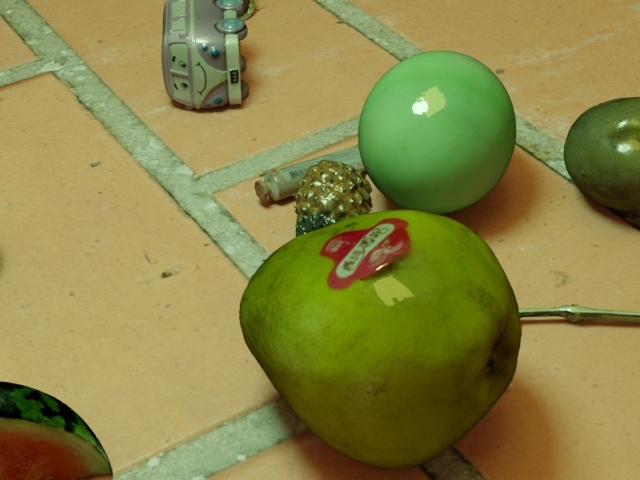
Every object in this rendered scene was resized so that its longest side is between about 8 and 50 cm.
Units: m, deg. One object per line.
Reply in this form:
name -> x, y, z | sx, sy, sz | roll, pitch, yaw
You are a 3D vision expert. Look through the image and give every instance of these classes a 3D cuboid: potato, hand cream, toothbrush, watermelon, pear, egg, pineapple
potato -> 0.435, -0.126, 1.768 | 0.178, 0.160, 0.235 | 26, 26, 0
hand cream -> -0.002, -0.103, 1.880 | 0.209, 0.043, 0.067 | -19, 41, -26
toothbrush -> 0.348, 0.096, 1.581 | 0.294, 0.026, 0.028 | -2, 55, 5
watermelon -> -0.321, 0.215, 1.434 | 0.145, 0.137, 0.193 | -11, -5, -7
pear -> 0.055, 0.099, 1.421 | 0.375, 0.287, 0.287 | 5, 34, 40
egg -> 0.166, -0.155, 1.774 | 0.220, 0.220, 0.270 | 9, 33, 18
pineapple -> 0.000, 0.000, 1.692 | 0.119, 0.111, 0.237 | -22, 34, 30

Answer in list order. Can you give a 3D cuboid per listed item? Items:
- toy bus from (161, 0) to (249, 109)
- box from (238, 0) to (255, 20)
toy bus -> -0.193, -0.316, 2.103 | 0.142, 0.142, 0.202 | -2, 35, -5
box -> -0.186, -0.481, 2.304 | 0.111, 0.177, 0.111 | -15, 20, 5
